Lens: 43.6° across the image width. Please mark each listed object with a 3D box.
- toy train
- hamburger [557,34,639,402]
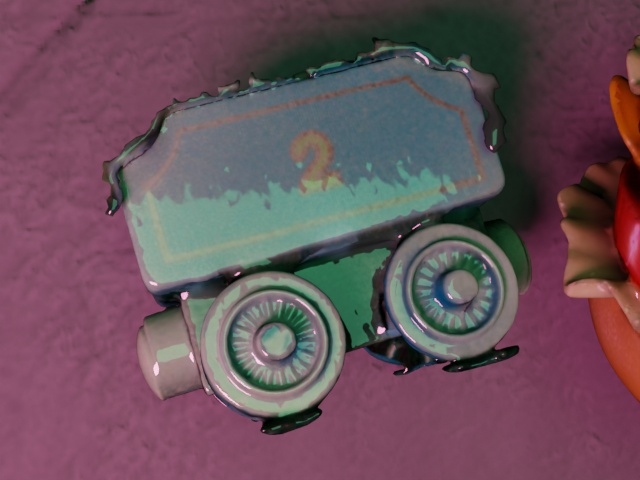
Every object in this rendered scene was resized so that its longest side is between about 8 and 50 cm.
[{"bbox_3d":[0.000,0.000,0.403,0.203,0.112,0.163,-15,82,-12],"label":"toy train"},{"bbox_3d":[0.255,0.004,0.381,0.274,0.274,0.212,3,126,-11],"label":"hamburger"}]
